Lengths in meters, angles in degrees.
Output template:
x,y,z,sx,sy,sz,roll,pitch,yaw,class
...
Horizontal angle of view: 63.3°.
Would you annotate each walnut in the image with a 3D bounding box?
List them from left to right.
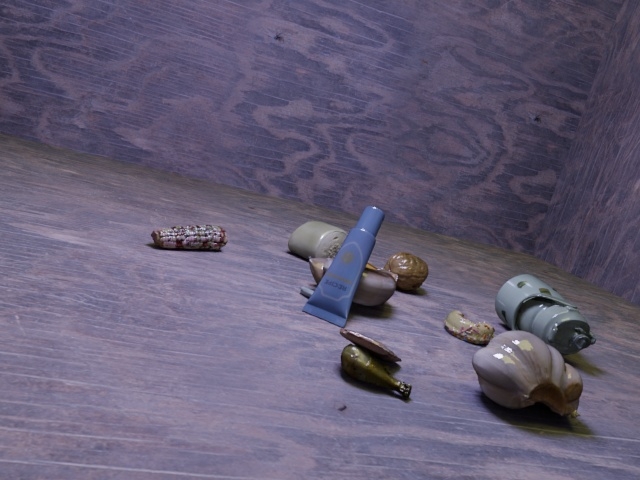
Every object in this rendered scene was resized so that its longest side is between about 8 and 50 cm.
x,y,z,sx,sy,sz,roll,pitch,yaw,class
0.343,0.122,2.053,0.184,0.155,0.155,10,12,-31,walnut

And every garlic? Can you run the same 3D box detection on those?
x,y,z,sx,sy,sz,roll,pitch,yaw,class
0.117,0.135,1.716,0.325,0.132,0.279,9,0,-28,garlic
0.495,0.314,1.269,0.281,0.185,0.203,10,-4,-19,garlic

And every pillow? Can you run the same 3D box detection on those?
x,y,z,sx,sy,sz,roll,pitch,yaw,class
0.124,0.258,1.258,0.135,0.034,0.211,23,-11,22,pillow

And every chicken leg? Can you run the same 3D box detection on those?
x,y,z,sx,sy,sz,roll,pitch,yaw,class
0.126,0.298,1.176,0.178,0.070,0.093,26,8,17,chicken leg

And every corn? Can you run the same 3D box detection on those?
x,y,z,sx,sy,sz,roll,pitch,yaw,class
-0.453,-0.007,1.819,0.280,0.092,0.092,-3,21,-44,corn

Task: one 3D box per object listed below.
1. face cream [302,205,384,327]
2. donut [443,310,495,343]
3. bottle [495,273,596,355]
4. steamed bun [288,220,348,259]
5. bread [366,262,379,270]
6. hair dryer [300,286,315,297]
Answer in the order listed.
x,y,z,sx,sy,sz,roll,pitch,yaw,class
0.089,0.068,1.561,0.135,0.385,0.086,20,-23,21,face cream
0.471,0.279,1.679,0.166,0.065,0.108,25,15,39,donut
0.757,0.269,1.772,0.229,0.229,0.352,13,15,-11,bottle
0.000,0.000,2.169,0.200,0.155,0.250,24,12,37,steamed bun
0.165,0.117,2.028,0.092,0.074,0.239,26,3,-44,bread
-0.013,0.173,1.634,0.082,0.047,0.137,4,9,-45,hair dryer
